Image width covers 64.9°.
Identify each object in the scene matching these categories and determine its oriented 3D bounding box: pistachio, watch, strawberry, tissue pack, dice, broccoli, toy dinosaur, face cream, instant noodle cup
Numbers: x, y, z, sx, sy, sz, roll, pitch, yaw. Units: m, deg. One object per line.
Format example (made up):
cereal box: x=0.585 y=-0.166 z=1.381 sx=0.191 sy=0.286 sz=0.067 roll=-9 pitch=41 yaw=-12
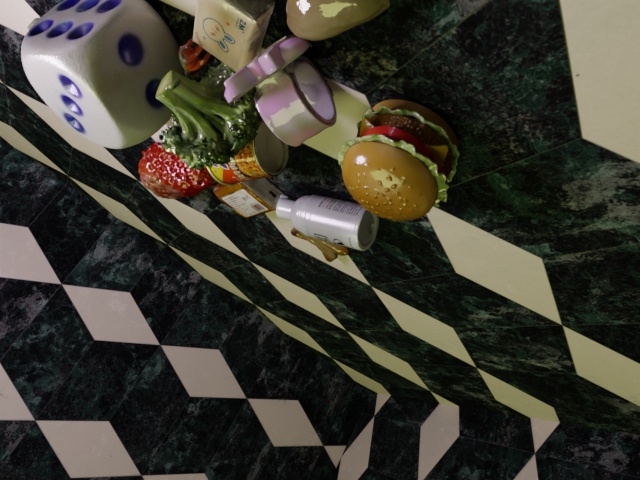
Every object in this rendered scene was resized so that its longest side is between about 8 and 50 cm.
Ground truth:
pistachio: x=0.027 y=-0.443 z=0.928 sx=0.226 sy=0.135 sz=0.135 roll=1 pitch=144 yaw=37
watch: x=-0.059 y=-0.322 z=1.106 sx=0.211 sy=0.248 sz=0.217 roll=-26 pitch=114 yaw=26
strawberry: x=-0.559 y=-0.242 z=1.934 sx=0.337 sy=0.149 sz=0.265 roll=10 pitch=148 yaw=36
tissue pack: x=-0.264 y=-0.168 z=1.817 sx=0.183 sy=0.091 sz=0.226 roll=41 pitch=155 yaw=-24
dice: x=-0.552 y=-0.448 z=1.317 sx=0.277 sy=0.304 sz=0.304 roll=15 pitch=150 yaw=27
broccoli: x=-0.282 y=-0.321 z=1.274 sx=0.260 sy=0.287 sz=0.235 roll=15 pitch=158 yaw=-18
toy dinosaur: x=-0.323 y=-0.464 z=1.282 sx=0.055 sy=0.102 sz=0.279 roll=55 pitch=-178 yaw=-3
tissue pack: x=-0.199 y=-0.486 z=1.120 sx=0.148 sy=0.092 sz=0.196 roll=34 pitch=155 yaw=-6
face cream: x=-0.005 y=-0.074 z=1.641 sx=0.370 sy=0.145 sz=0.145 roll=14 pitch=151 yaw=31
instant noodle cup: x=-0.205 y=-0.264 z=1.450 sx=0.174 sy=0.213 sz=0.213 roll=2 pitch=145 yaw=31

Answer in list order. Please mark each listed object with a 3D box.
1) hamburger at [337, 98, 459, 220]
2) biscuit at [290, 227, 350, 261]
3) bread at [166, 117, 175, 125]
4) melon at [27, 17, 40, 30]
hamburger: x=0.175 y=-0.167 z=1.174 sx=0.275 sy=0.212 sz=0.274 roll=25 pitch=156 yaw=12
biscuit: x=0.000 y=0.000 z=1.901 sx=0.208 sy=0.047 sz=0.164 roll=36 pitch=156 yaw=-14
bread: x=-0.452 y=-0.439 z=1.582 sx=0.078 sy=0.105 sz=0.152 roll=17 pitch=121 yaw=28
melon: x=-0.840 y=-0.627 z=1.617 sx=0.182 sy=0.054 sz=0.098 roll=33 pitch=162 yaw=-5
